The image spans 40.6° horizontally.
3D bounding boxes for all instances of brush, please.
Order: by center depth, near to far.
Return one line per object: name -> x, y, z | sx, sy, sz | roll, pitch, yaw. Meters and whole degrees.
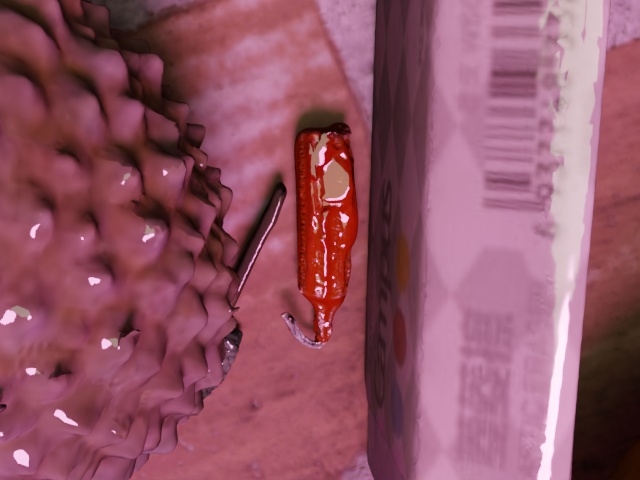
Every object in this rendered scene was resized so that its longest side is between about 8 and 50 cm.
brush -> -0.060, 0.049, 0.626 | 0.027, 0.034, 0.191 | 23, 102, -10

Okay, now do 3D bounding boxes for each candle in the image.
candle -> 0.000, 0.000, 0.604 | 0.053, 0.048, 0.162 | 9, 106, 33

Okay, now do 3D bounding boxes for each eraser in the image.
eraser -> 0.085, -0.002, 0.522 | 0.082, 0.213, 0.397 | 0, 101, -7

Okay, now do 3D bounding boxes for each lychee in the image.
lychee -> -0.251, -0.010, 0.471 | 0.432, 0.380, 0.381 | 24, 103, -20

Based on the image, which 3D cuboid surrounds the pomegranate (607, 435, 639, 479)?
pomegranate -> 0.320, 0.235, 0.442 | 0.416, 0.417, 0.417 | 1, 101, 4
